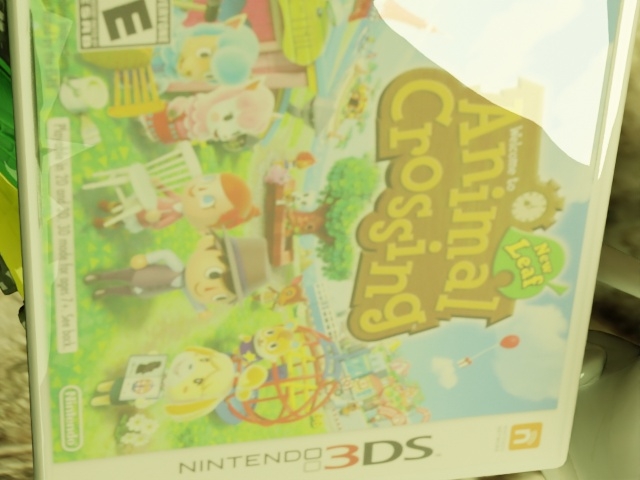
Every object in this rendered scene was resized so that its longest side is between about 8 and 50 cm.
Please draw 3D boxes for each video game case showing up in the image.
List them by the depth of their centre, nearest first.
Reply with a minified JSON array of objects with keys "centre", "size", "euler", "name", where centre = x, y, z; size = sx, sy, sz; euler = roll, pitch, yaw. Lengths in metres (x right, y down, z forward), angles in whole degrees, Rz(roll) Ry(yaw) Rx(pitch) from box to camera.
[{"centre":[0.000,0.000,0.580],"size":[0.193,0.023,0.212],"euler":[-5,125,-12],"name":"video game case"}]

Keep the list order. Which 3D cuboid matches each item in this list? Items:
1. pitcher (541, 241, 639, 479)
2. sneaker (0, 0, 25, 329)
[{"centre":[0.148,0.053,0.646],"size":[0.178,0.125,0.207],"euler":[50,154,-12],"name":"pitcher"},{"centre":[-0.075,-0.083,0.601],"size":[0.146,0.134,0.343],"euler":[-25,126,5],"name":"sneaker"}]
